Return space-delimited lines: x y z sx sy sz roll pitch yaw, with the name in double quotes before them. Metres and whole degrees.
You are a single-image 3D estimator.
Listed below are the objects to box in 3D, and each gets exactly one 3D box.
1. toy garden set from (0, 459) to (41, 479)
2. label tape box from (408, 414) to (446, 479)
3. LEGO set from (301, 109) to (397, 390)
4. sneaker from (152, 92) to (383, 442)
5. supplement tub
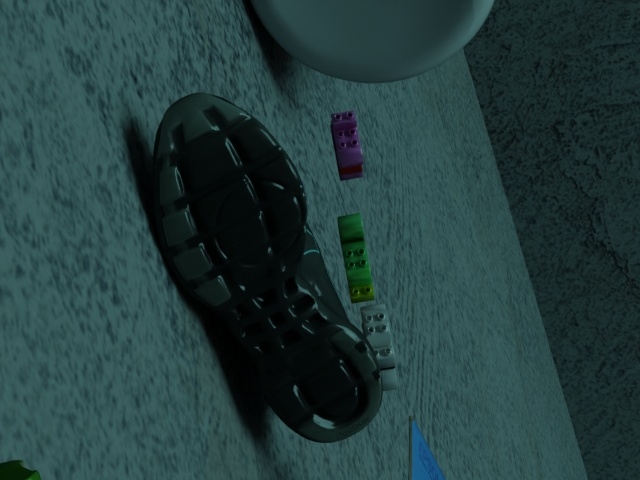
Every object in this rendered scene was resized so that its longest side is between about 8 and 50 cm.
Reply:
"toy garden set" -0.051 0.194 0.640 0.244 0.049 0.204 6 -66 64
"label tape box" 0.057 0.325 1.104 0.333 0.106 0.240 -89 158 -50
"LEGO set" 0.000 0.000 1.270 0.093 0.087 0.227 82 -2 -68
"sneaker" -0.047 0.016 1.114 0.267 0.101 0.106 67 -7 -27
"supplement tub" 0.058 -0.295 1.535 0.316 0.228 0.228 -73 145 -65
